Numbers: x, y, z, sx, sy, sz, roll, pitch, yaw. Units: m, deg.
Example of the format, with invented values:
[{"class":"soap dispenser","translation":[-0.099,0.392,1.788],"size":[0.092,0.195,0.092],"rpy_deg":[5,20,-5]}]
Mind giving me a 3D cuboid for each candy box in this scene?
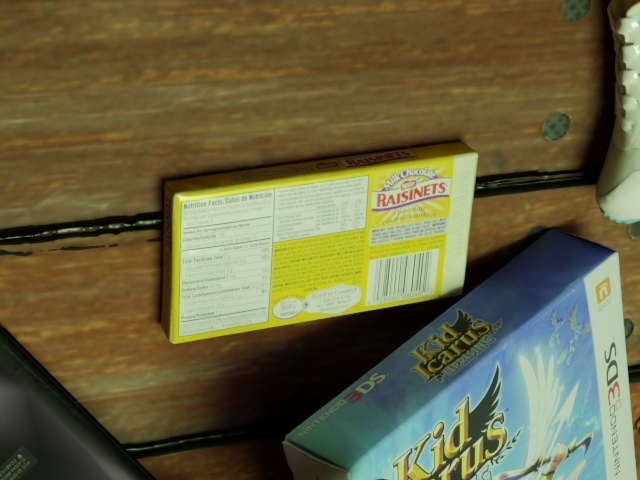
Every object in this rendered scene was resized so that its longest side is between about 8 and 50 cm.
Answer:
[{"class":"candy box","translation":[0.000,0.000,1.150],"size":[0.206,0.027,0.105],"rpy_deg":[-8,118,-23]}]

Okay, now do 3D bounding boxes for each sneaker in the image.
[{"class":"sneaker","translation":[0.221,-0.119,1.168],"size":[0.092,0.087,0.228],"rpy_deg":[18,111,-11]}]

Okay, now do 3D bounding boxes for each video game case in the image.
[{"class":"video game case","translation":[0.106,0.162,1.215],"size":[0.269,0.061,0.244],"rpy_deg":[-35,129,-33]}]

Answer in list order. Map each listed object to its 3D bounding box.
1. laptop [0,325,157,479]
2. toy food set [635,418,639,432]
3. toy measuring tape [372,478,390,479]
[{"class":"laptop","translation":[-0.206,0.307,1.225],"size":[0.382,0.236,0.408],"rpy_deg":[-44,98,1]},{"class":"toy food set","translation":[0.272,0.105,1.351],"size":[0.078,0.019,0.122],"rpy_deg":[16,116,-32]},{"class":"toy measuring tape","translation":[0.008,0.283,1.107],"size":[0.121,0.121,0.330],"rpy_deg":[-2,137,-26]}]
